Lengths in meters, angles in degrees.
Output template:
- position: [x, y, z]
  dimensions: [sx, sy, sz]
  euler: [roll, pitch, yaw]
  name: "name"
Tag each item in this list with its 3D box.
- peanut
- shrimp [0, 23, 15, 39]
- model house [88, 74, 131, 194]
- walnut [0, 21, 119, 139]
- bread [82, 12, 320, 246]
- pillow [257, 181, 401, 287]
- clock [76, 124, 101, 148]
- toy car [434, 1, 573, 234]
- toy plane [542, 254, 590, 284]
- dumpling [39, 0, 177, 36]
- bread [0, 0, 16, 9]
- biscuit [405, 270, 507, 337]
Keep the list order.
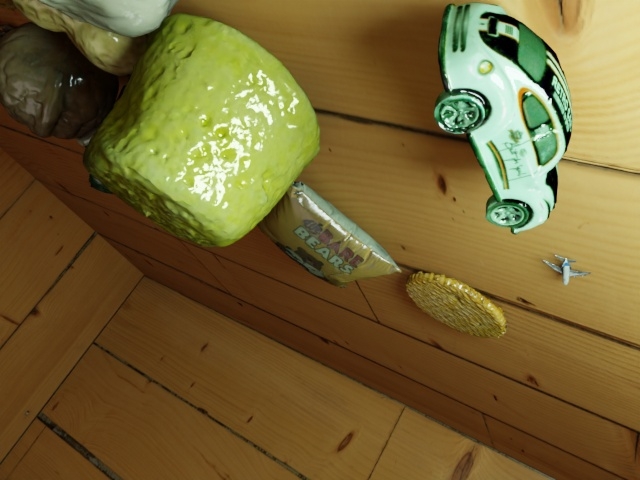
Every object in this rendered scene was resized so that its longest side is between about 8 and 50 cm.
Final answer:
- position: [-0.422, -0.409, 0.975]
  dimensions: [0.305, 0.147, 0.147]
  euler: [33, 160, -9]
  name: "peanut"
- position: [-0.766, -0.500, 1.386]
  dimensions: [0.165, 0.056, 0.065]
  euler: [17, 149, 29]
  name: "shrimp"
- position: [-0.338, -0.182, 1.257]
  dimensions: [0.291, 0.253, 0.184]
  euler: [23, 168, -7]
  name: "model house"
- position: [-0.563, -0.344, 1.207]
  dimensions: [0.248, 0.248, 0.248]
  euler: [28, 159, 12]
  name: "walnut"
- position: [-0.196, -0.166, 0.944]
  dimensions: [0.348, 0.308, 0.348]
  euler: [28, 160, 11]
  name: "bread"
- position: [0.000, 0.000, 1.306]
  dimensions: [0.310, 0.119, 0.312]
  euler: [41, 157, -10]
  name: "pillow"
- position: [-0.527, -0.232, 1.518]
  dimensions: [0.243, 0.146, 0.199]
  euler: [55, -177, -42]
  name: "clock"
- position: [0.228, -0.136, 0.656]
  dimensions: [0.125, 0.136, 0.306]
  euler: [-11, 138, 33]
  name: "toy car"
- position: [0.414, 0.051, 0.952]
  dimensions: [0.078, 0.024, 0.084]
  euler: [18, 161, 34]
  name: "toy plane"
- position: [-0.315, -0.374, 0.762]
  dimensions: [0.187, 0.243, 0.318]
  euler: [60, 151, 13]
  name: "dumpling"
- position: [-0.609, -0.527, 1.060]
  dimensions: [0.114, 0.083, 0.211]
  euler: [41, 157, -10]
  name: "bread"
- position: [0.311, 0.148, 1.310]
  dimensions: [0.254, 0.035, 0.254]
  euler: [27, 159, 11]
  name: "biscuit"
